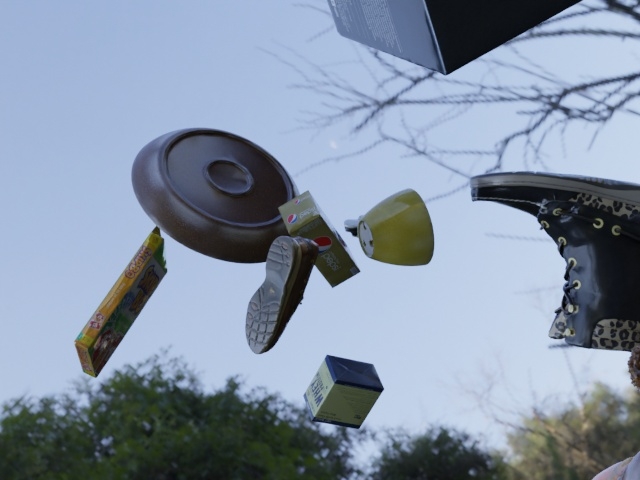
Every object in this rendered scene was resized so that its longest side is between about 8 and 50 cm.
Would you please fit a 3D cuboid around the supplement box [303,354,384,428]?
[{"bbox_3d":[0.033,0.222,1.397,0.083,0.056,0.083,15,-62,-25],"label":"supplement box"}]

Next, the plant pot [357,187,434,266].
[{"bbox_3d":[0.118,-0.013,1.601,0.095,0.134,0.134,-13,-50,-17],"label":"plant pot"}]

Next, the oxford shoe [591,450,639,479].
[{"bbox_3d":[0.331,0.247,0.558,0.130,0.363,0.133,-50,-5,-45],"label":"oxford shoe"}]

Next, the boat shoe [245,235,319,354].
[{"bbox_3d":[-0.048,0.075,1.256,0.060,0.064,0.178,-2,-57,-41],"label":"boat shoe"}]

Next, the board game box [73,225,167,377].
[{"bbox_3d":[-0.331,0.101,1.630,0.124,0.039,0.259,100,-165,-59],"label":"board game box"}]

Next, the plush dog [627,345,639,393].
[{"bbox_3d":[0.493,0.130,1.197,0.210,0.262,0.225,-15,-70,-40],"label":"plush dog"}]

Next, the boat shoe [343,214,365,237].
[{"bbox_3d":[0.076,-0.023,1.825,0.125,0.046,0.038,-25,-54,-70],"label":"boat shoe"}]

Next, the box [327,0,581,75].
[{"bbox_3d":[0.205,-0.477,1.652,0.293,0.395,0.212,-30,-60,-13],"label":"box"}]

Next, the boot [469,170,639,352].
[{"bbox_3d":[0.428,0.031,1.627,0.138,0.377,0.284,-24,-59,-77],"label":"boot"}]

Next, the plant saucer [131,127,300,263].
[{"bbox_3d":[-0.161,-0.091,1.602,0.310,0.310,0.050,-23,-28,-44],"label":"plant saucer"}]

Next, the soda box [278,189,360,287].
[{"bbox_3d":[0.000,0.000,1.538,0.058,0.061,0.181,-30,-39,5],"label":"soda box"}]
